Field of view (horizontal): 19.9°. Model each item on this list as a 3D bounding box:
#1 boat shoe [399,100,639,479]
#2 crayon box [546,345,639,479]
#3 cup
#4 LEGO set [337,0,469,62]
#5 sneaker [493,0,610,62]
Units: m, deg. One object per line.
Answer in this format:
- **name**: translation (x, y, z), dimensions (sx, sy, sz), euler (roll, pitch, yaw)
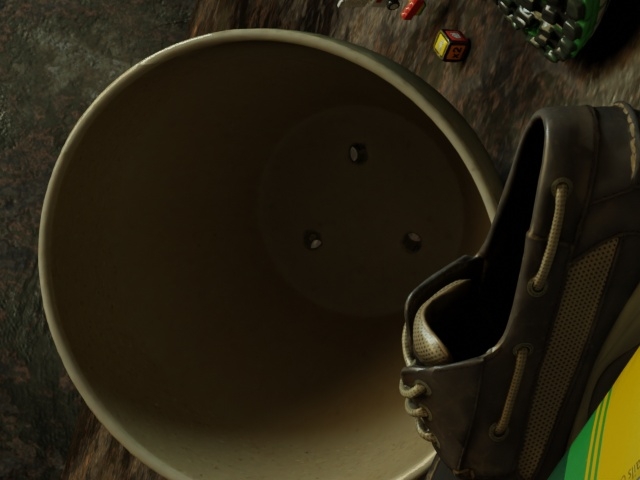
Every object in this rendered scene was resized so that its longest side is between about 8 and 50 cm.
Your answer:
- **boat shoe**: translation (0.107, 0.064, 1.074), dimensions (0.132, 0.130, 0.355), euler (-99, 29, -61)
- **crayon box**: translation (0.204, 0.123, 0.668), dimensions (0.313, 0.106, 0.363), euler (-90, 21, -50)
- **cup**: translation (0.000, 0.000, 1.306), dimensions (0.331, 0.331, 0.237), euler (-68, -12, 19)
- **LEGO set**: translation (0.090, -0.280, 1.574), dimensions (0.182, 0.060, 0.244), euler (19, 108, 59)
- **sneaker**: translation (0.190, -0.240, 1.185), dimensions (0.134, 0.146, 0.343), euler (53, 156, 16)
